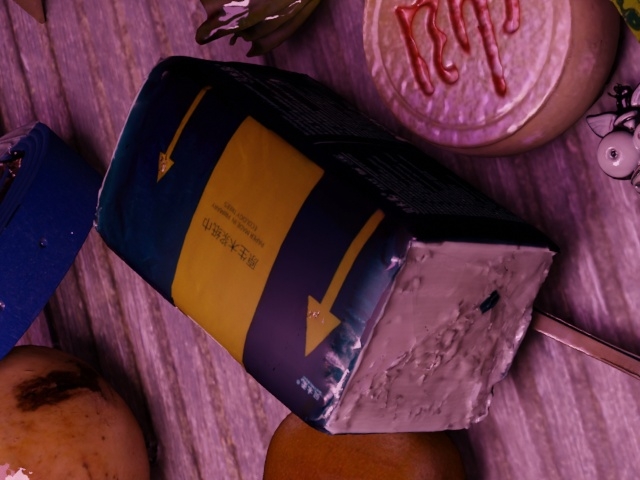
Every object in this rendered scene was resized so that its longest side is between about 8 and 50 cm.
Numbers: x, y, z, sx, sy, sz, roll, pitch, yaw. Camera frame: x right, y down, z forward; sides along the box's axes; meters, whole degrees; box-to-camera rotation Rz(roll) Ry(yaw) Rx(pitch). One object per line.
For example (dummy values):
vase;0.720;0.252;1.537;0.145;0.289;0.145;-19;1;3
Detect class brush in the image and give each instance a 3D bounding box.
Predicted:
brush;0.316;0.108;1.342;0.327;0.070;0.065;25;91;33

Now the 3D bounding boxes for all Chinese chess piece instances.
Chinese chess piece;0.172;-0.219;1.376;0.270;0.112;0.270;4;96;36

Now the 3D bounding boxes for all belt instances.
belt;-0.414;0.016;1.701;0.212;0.117;0.347;-3;51;46

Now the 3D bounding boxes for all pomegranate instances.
pomegranate;-0.364;0.290;1.711;0.322;0.322;0.322;4;98;35

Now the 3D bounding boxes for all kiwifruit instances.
kiwifruit;0.041;0.268;1.474;0.234;0.196;0.196;3;96;33

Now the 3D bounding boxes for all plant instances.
plant;-0.003;-0.315;1.463;0.333;0.180;0.251;9;111;31

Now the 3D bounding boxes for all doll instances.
doll;0.332;-0.057;1.305;0.091;0.067;0.219;-36;72;34

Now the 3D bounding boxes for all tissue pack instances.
tissue pack;0.000;0.000;1.397;0.416;0.264;0.253;36;112;37

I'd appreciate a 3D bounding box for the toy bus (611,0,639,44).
toy bus;0.339;-0.228;1.215;0.301;0.113;0.139;60;151;11

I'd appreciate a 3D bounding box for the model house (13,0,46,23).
model house;-0.429;-0.400;1.784;0.181;0.176;0.248;-26;115;-2
